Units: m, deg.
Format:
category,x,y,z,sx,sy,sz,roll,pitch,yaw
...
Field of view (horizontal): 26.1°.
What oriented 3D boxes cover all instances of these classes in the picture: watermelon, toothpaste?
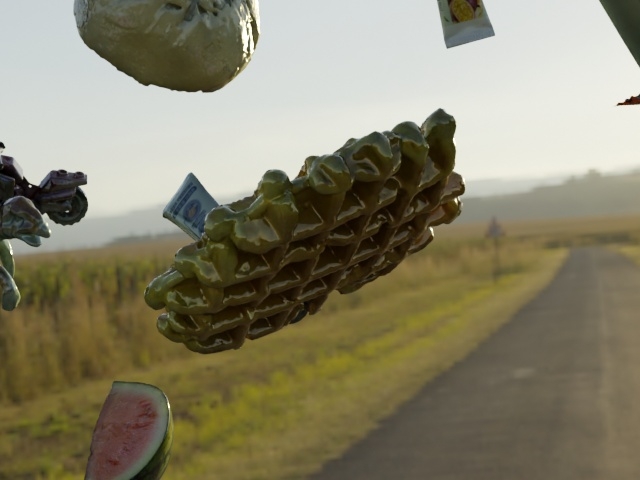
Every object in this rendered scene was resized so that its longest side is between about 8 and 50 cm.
category,x,y,z,sx,sy,sz,roll,pitch,yaw
watermelon,-0.188,0.220,1.457,0.087,0.069,0.163,-10,39,16
toothpaste,0.185,-0.450,2.098,0.058,0.314,0.056,-18,-4,39
toothpaste,-0.095,0.009,1.492,0.239,0.062,0.039,42,14,36

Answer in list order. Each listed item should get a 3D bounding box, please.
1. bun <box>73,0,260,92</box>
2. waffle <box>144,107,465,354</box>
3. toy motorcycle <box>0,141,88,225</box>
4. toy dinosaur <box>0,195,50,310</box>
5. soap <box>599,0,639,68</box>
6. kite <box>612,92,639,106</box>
category,x,y,z,sx,sy,sz,roll,pitch,yaw
bun,-0.189,-0.320,1.779,0.259,0.259,0.152,-5,-36,-29
waffle,0.000,0.001,1.179,0.309,0.065,0.283,-36,-20,13
toy motorcycle,-0.443,-0.088,2.024,0.213,0.122,0.082,7,30,-14
toy dinosaur,-0.402,0.016,1.379,0.393,0.206,0.092,15,33,31
soap,0.447,-0.297,1.755,0.087,0.160,0.265,0,-32,38
kite,0.393,-0.145,1.291,0.125,0.008,0.222,12,-17,-27
